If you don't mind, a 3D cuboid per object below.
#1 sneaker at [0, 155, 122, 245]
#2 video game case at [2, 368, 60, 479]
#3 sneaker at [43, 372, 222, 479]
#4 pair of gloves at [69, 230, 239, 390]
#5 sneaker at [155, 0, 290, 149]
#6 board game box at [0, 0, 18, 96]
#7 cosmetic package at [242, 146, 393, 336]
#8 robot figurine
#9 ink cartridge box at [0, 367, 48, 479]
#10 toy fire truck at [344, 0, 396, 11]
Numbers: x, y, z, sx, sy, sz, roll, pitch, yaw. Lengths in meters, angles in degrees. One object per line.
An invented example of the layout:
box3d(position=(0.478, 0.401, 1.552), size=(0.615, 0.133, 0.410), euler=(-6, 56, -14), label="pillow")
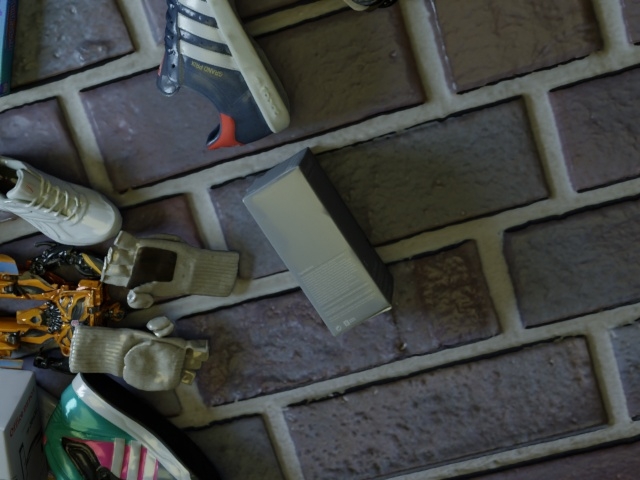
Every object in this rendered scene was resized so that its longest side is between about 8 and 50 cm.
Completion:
box3d(position=(-0.394, -0.057, 1.639), size=(0.232, 0.115, 0.090), euler=(19, 82, -2), label="sneaker")
box3d(position=(-0.481, 0.306, 1.815), size=(0.212, 0.023, 0.193), euler=(35, 107, -6), label="video game case")
box3d(position=(-0.298, 0.346, 1.743), size=(0.295, 0.124, 0.178), euler=(42, 99, -11), label="sneaker")
box3d(position=(-0.237, 0.107, 1.677), size=(0.204, 0.042, 0.240), euler=(15, 105, -25), label="pair of gloves")
box3d(position=(-0.174, -0.279, 1.551), size=(0.148, 0.131, 0.350), euler=(-25, 103, 8), label="sneaker")
box3d(position=(-0.505, -0.318, 1.614), size=(0.160, 0.047, 0.210), euler=(11, 107, 1), label="board game box")
box3d(position=(0.000, 0.000, 1.623), size=(0.107, 0.127, 0.238), euler=(-28, 104, 13), label="cosmetic package")
box3d(position=(-0.434, 0.106, 1.717), size=(0.291, 0.085, 0.211), euler=(2, 108, 5), label="robot figurine")
box3d(position=(-0.468, 0.310, 1.706), size=(0.085, 0.148, 0.203), euler=(3, 120, 3), label="ink cartridge box")
box3d(position=(0.042, -0.444, 1.483), size=(0.246, 0.158, 0.217), euler=(44, 107, 4), label="toy fire truck")
